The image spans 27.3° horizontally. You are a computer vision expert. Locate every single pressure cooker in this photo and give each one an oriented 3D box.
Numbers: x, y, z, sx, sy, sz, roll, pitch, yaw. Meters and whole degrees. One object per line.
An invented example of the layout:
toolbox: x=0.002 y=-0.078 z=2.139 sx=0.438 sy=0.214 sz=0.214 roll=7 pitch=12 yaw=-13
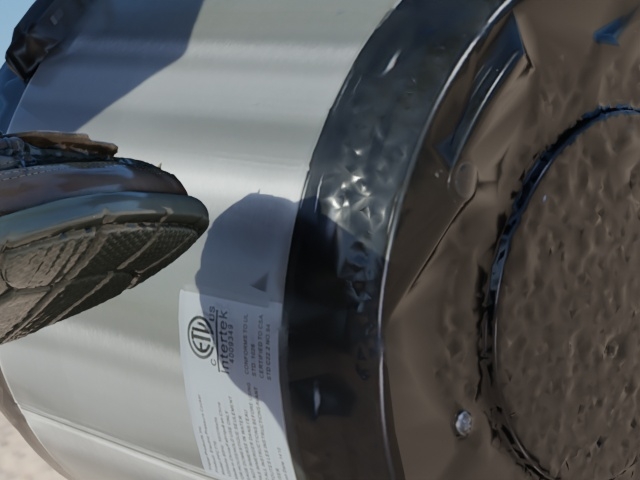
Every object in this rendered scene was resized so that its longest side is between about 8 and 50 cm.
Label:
pressure cooker: x=-0.004 y=0.000 z=0.766 sx=0.420 sy=0.369 sz=0.375 roll=8 pitch=-18 yaw=44

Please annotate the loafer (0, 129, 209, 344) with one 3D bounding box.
loafer: x=-0.139 y=-0.007 z=0.416 sx=0.096 sy=0.084 sz=0.267 roll=-38 pitch=-12 yaw=32
